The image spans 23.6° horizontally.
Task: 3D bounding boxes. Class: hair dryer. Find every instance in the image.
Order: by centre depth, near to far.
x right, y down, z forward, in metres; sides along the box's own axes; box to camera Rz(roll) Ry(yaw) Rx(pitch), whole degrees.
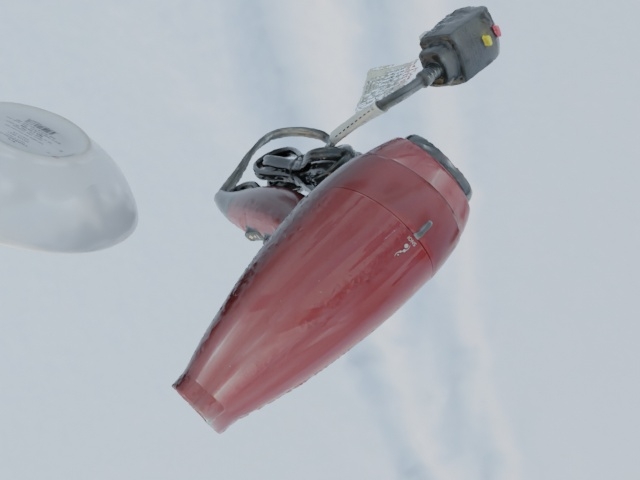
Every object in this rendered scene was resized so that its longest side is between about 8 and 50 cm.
[{"bbox_3d":[0.000,0.000,0.885,0.223,0.080,0.293,-32,-160,40],"label":"hair dryer"}]

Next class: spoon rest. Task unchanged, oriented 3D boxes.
[{"bbox_3d":[-0.234,-0.059,0.912,0.137,0.276,0.084,-35,151,-62],"label":"spoon rest"}]
